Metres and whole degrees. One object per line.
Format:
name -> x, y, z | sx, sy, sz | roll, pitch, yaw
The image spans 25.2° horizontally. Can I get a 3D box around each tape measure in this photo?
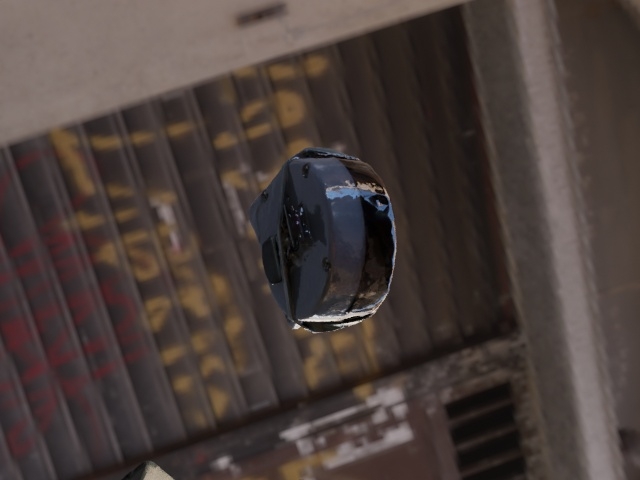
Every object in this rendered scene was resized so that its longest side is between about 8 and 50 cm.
tape measure -> 0.002, -0.002, 1.483 | 0.181, 0.107, 0.182 | 122, -40, -50

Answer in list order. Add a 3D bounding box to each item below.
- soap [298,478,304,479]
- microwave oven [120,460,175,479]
soap -> -0.005, 0.441, 1.527 | 0.281, 0.259, 0.143 | 48, 9, 21
microwave oven -> -0.118, 0.418, 1.185 | 0.355, 0.286, 0.218 | 44, 21, -13
